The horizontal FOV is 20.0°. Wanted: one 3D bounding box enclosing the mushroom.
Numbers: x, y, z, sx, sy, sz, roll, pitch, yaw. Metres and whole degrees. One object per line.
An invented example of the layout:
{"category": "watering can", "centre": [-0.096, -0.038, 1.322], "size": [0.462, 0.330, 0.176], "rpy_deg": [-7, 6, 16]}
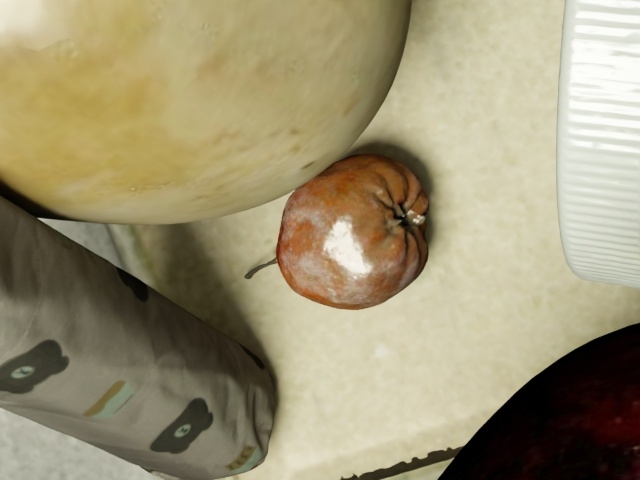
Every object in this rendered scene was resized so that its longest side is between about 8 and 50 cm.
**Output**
{"category": "mushroom", "centre": [-0.105, -0.152, 0.702], "size": [0.292, 0.292, 0.290], "rpy_deg": [6, 86, 16]}

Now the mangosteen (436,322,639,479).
{"category": "mangosteen", "centre": [0.172, 0.156, 0.659], "size": [0.313, 0.297, 0.297], "rpy_deg": [-43, 88, 17]}

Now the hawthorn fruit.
{"category": "hawthorn fruit", "centre": [0.000, 0.000, 0.802], "size": [0.103, 0.067, 0.067], "rpy_deg": [-12, 99, 35]}

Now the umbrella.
{"category": "umbrella", "centre": [-0.104, 0.038, 0.705], "size": [0.073, 0.337, 0.067], "rpy_deg": [-17, 68, 14]}

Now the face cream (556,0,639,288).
{"category": "face cream", "centre": [0.193, -0.073, 0.648], "size": [0.187, 0.201, 0.201], "rpy_deg": [7, 104, 16]}
